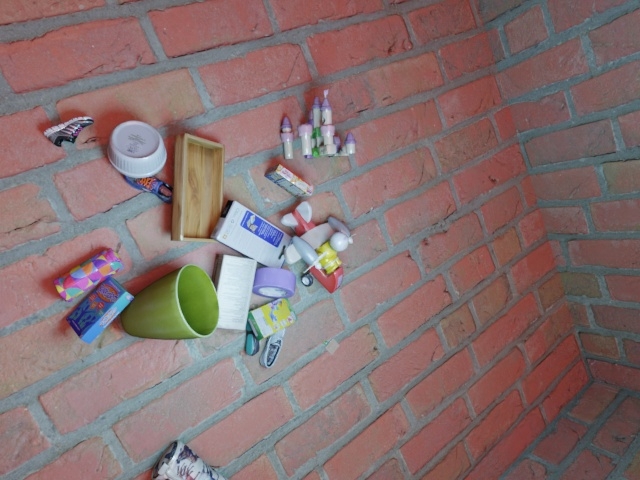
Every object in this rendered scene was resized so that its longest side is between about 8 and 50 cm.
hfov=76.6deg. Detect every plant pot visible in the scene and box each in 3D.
[{"bbox_3d":[-0.577,0.258,1.510,0.293,0.275,0.275,-17,99,12],"label":"plant pot"}]

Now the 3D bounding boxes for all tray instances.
[{"bbox_3d":[-0.492,-0.200,1.637,0.202,0.076,0.411,4,86,-55],"label":"tray"}]

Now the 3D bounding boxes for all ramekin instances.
[{"bbox_3d":[-0.688,-0.350,1.524,0.207,0.109,0.207,8,67,-20],"label":"ramekin"}]

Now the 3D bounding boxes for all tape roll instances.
[{"bbox_3d":[-0.201,0.186,1.753,0.189,0.189,0.080,16,63,-26],"label":"tape roll"}]

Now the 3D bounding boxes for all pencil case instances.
[{"bbox_3d":[-0.485,0.974,1.614,0.160,0.183,0.410,-47,108,-19],"label":"pencil case"},{"bbox_3d":[-0.846,0.124,1.484,0.236,0.104,0.104,-35,105,-21],"label":"pencil case"}]

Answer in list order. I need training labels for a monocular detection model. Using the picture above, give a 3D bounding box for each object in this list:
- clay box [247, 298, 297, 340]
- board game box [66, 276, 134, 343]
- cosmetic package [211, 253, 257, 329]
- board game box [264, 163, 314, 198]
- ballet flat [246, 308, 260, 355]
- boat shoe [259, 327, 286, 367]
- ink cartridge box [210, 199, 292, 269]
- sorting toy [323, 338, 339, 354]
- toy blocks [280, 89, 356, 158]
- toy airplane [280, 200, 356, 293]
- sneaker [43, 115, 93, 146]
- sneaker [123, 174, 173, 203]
[{"bbox_3d":[-0.208,0.338,1.781,0.222,0.053,0.127,-16,75,-51],"label":"clay box"},{"bbox_3d":[-0.799,0.246,1.469,0.210,0.160,0.047,-51,139,-19],"label":"board game box"},{"bbox_3d":[-0.378,0.213,1.704,0.153,0.129,0.296,14,83,-28],"label":"cosmetic package"},{"bbox_3d":[-0.140,-0.262,1.821,0.193,0.146,0.045,33,75,-24],"label":"board game box"},{"bbox_3d":[-0.292,0.402,1.788,0.074,0.074,0.203,3,82,-27],"label":"ballet flat"},{"bbox_3d":[-0.201,0.462,1.819,0.079,0.081,0.228,26,77,-24],"label":"boat shoe"},{"bbox_3d":[-0.284,-0.011,1.759,0.371,0.069,0.176,34,74,-40],"label":"ink cartridge box"},{"bbox_3d":[0.049,0.511,1.987,0.062,0.012,0.083,-46,113,-15],"label":"sorting toy"},{"bbox_3d":[-0.001,-0.508,1.814,0.308,0.288,0.260,-8,98,-24],"label":"toy blocks"},{"bbox_3d":[0.000,0.000,1.808,0.384,0.272,0.386,38,49,-42],"label":"toy airplane"},{"bbox_3d":[-0.902,-0.394,1.477,0.170,0.063,0.075,-31,103,-19],"label":"sneaker"},{"bbox_3d":[-0.654,-0.220,1.588,0.221,0.087,0.083,25,78,-25],"label":"sneaker"}]
